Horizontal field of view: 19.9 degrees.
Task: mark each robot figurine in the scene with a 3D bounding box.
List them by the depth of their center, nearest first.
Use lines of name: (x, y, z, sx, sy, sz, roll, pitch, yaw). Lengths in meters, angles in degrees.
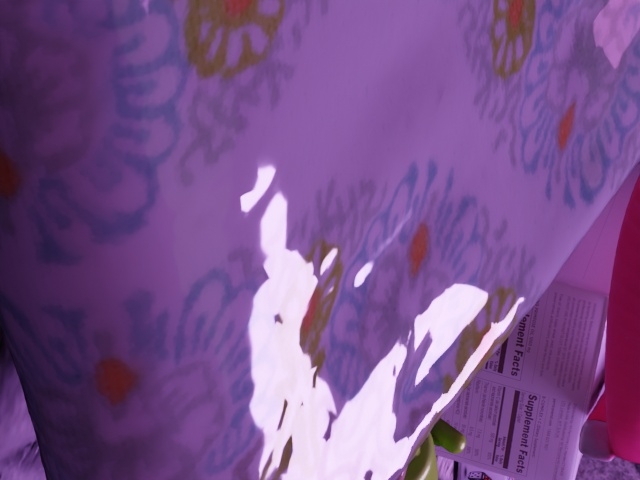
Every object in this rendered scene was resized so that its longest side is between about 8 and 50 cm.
robot figurine: (0.042, 0.147, 1.188, 0.101, 0.067, 0.115, -42, 157, -14)

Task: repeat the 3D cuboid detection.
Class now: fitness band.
fitness band: (0.231, 0.036, 1.255, 0.291, 0.054, 0.209, -36, 136, -68)

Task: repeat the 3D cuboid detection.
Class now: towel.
towel: (0.024, -0.075, 0.627, 0.374, 0.090, 0.320, -47, 141, -36)

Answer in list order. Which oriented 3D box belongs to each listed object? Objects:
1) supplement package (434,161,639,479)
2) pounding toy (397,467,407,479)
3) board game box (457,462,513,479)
supplement package: (0.168, 0.017, 1.384, 0.262, 0.145, 0.204, -61, 161, -47)
pounding toy: (0.013, 0.121, 0.971, 0.141, 0.100, 0.130, 31, 75, -75)
board game box: (0.182, 0.091, 1.716, 0.305, 0.053, 0.193, 87, 22, -53)
